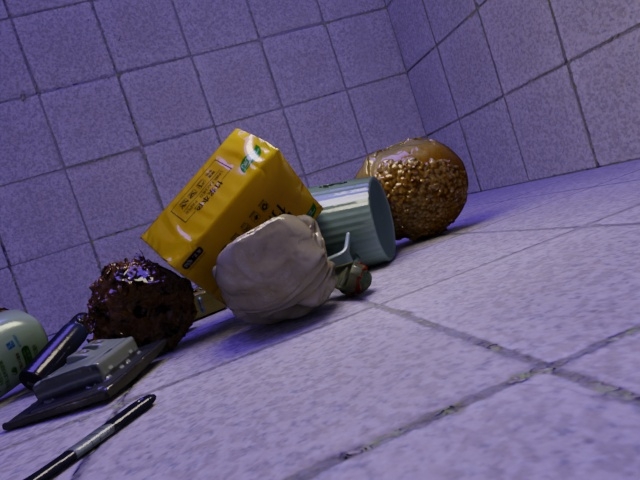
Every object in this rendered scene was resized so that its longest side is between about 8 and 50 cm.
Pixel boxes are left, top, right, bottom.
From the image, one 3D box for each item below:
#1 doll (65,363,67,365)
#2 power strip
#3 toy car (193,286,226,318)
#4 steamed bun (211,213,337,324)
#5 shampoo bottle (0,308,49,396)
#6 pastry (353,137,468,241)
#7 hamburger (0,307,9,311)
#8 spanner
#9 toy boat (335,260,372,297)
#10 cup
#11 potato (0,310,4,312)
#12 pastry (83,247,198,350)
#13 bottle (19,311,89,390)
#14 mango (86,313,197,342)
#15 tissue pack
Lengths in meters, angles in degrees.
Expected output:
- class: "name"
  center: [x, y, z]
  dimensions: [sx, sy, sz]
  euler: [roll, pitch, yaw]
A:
- class: "doll"
  center: [-0.825, 0.374, 1.468]
  dimensions: [0.090, 0.067, 0.219]
  euler: [-15, 9, 3]
- class: "power strip"
  center: [-0.485, 0.274, 1.014]
  dimensions: [0.250, 0.092, 0.257]
  euler: [-14, 8, 10]
- class: "toy car"
  center: [-0.438, 0.218, 1.602]
  dimensions: [0.256, 0.101, 0.124]
  euler: [-19, 6, -30]
- class: "steamed bun"
  center: [-0.085, 0.083, 1.083]
  dimensions: [0.275, 0.203, 0.289]
  euler: [-29, -12, -22]
- class: "shampoo bottle"
  center: [-0.873, 0.333, 1.212]
  dimensions: [0.151, 0.222, 0.349]
  euler: [23, 34, 16]
- class: "pastry"
  center: [0.312, -0.159, 1.677]
  dimensions: [0.409, 0.410, 0.245]
  euler: [-18, 37, 7]
- class: "hamburger"
  center: [-1.168, 0.376, 1.654]
  dimensions: [0.284, 0.174, 0.304]
  euler: [-59, -7, 17]
- class: "spanner"
  center: [-0.335, 0.283, 0.647]
  dimensions: [0.087, 0.024, 0.316]
  euler: [-23, 2, 21]
- class: "toy boat"
  center: [0.068, 0.085, 1.123]
  dimensions: [0.071, 0.089, 0.185]
  euler: [27, -16, -16]
- class: "cup"
  center: [0.010, 0.009, 1.495]
  dimensions: [0.391, 0.401, 0.310]
  euler: [-12, -31, 21]
- class: "potato"
  center: [-0.974, 0.383, 1.519]
  dimensions: [0.111, 0.270, 0.255]
  euler: [-16, 30, -12]
- class: "pastry"
  center: [-0.447, 0.164, 1.217]
  dimensions: [0.274, 0.275, 0.193]
  euler: [-19, 17, -9]
- class: "bottle"
  center: [-0.703, 0.291, 1.313]
  dimensions: [0.244, 0.072, 0.082]
  euler: [-73, 10, -59]
- class: "mango"
  center: [-0.519, 0.252, 1.413]
  dimensions: [0.316, 0.119, 0.176]
  euler: [-13, 4, -1]
- class: "tissue pack"
  center: [-0.216, -0.047, 1.270]
  dimensions: [0.228, 0.293, 0.382]
  euler: [29, 77, 39]
